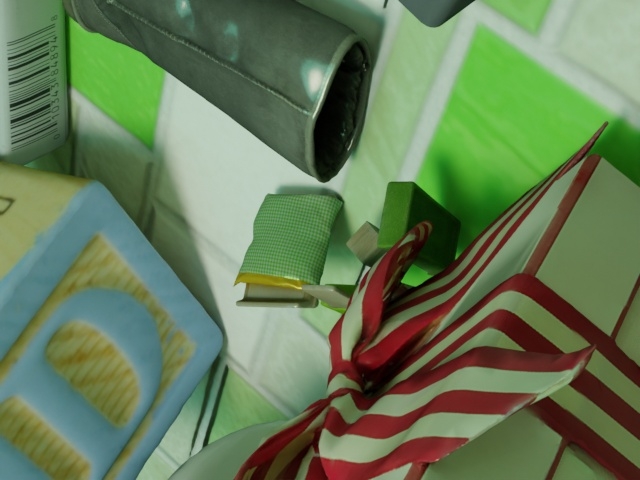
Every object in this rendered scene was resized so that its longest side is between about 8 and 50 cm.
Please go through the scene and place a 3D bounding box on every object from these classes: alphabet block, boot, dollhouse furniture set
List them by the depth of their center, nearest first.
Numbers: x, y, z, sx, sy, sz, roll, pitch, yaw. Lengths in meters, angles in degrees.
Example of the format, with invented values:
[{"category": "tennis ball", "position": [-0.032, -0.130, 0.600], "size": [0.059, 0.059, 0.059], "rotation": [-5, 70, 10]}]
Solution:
[{"category": "boot", "position": [-0.066, -0.145, 0.658], "size": [0.208, 0.076, 0.189], "rotation": [38, 153, 29]}, {"category": "dollhouse furniture set", "position": [0.000, 0.000, 0.685], "size": [0.152, 0.076, 0.058], "rotation": [0, 160, 37]}, {"category": "alphabet block", "position": [-0.224, 0.072, 0.840], "size": [0.197, 0.193, 0.192], "rotation": [12, 147, 39]}]

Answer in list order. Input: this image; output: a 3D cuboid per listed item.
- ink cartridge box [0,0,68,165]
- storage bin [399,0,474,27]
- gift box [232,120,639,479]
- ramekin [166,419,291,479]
[{"category": "ink cartridge box", "position": [-0.310, -0.258, 0.828], "size": [0.330, 0.071, 0.324], "rotation": [31, 136, 24]}, {"category": "storage bin", "position": [0.039, -0.162, 0.532], "size": [0.135, 0.098, 0.091], "rotation": [45, 150, 12]}, {"category": "gift box", "position": [0.107, 0.121, 0.538], "size": [0.258, 0.255, 0.276], "rotation": [39, 135, -3]}, {"category": "ramekin", "position": [-0.011, 0.247, 0.739], "size": [0.277, 0.277, 0.135], "rotation": [45, 132, 11]}]
